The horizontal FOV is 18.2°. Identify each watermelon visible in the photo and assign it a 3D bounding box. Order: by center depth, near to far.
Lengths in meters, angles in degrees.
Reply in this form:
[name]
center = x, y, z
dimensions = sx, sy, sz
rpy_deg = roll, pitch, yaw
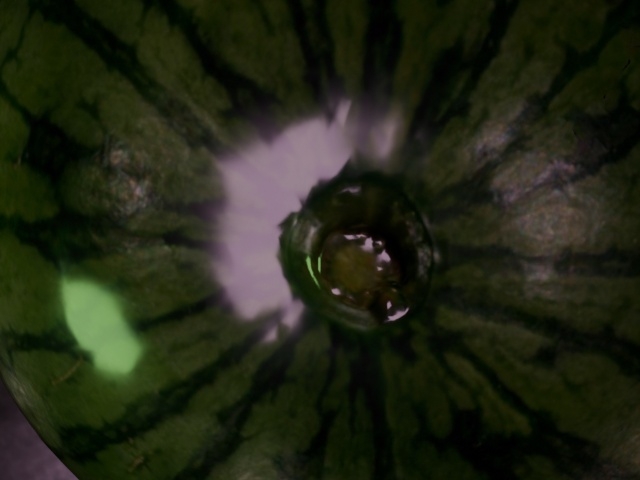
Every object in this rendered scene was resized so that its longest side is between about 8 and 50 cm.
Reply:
[watermelon]
center = 0.000, 0.000, 0.699
dimensions = 0.330, 0.189, 0.331
rpy_deg = 3, 100, 18
